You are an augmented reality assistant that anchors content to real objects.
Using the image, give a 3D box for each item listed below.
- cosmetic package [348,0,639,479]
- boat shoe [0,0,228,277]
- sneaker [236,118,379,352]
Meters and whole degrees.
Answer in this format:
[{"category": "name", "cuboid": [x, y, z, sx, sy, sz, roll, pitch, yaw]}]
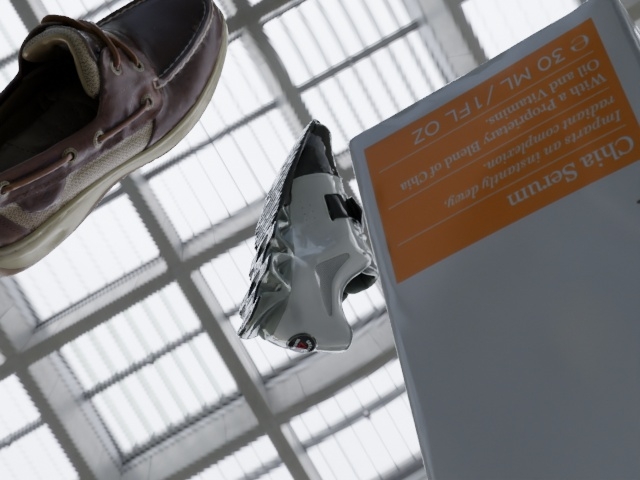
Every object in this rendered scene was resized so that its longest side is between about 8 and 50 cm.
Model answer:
[{"category": "cosmetic package", "cuboid": [0.187, 0.085, 0.697, 0.230, 0.453, 0.161, -29, -38, 23]}, {"category": "boat shoe", "cuboid": [-0.192, -0.124, 0.887, 0.123, 0.123, 0.342, 28, -123, 19]}, {"category": "sneaker", "cuboid": [0.000, 0.000, 1.284, 0.146, 0.122, 0.330, 19, -128, -12]}]
